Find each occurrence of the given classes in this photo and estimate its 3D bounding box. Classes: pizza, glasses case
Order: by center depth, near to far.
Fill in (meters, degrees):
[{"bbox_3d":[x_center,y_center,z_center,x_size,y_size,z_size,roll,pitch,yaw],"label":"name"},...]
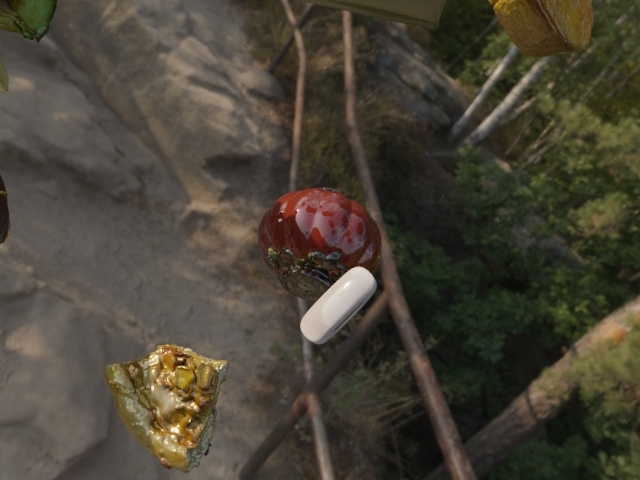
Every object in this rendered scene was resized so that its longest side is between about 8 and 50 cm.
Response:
[{"bbox_3d":[0.017,0.059,0.550,0.032,0.083,0.021,43,-2,37],"label":"glasses case"},{"bbox_3d":[-0.188,0.203,0.784,0.182,0.161,0.062,57,2,22],"label":"pizza"}]

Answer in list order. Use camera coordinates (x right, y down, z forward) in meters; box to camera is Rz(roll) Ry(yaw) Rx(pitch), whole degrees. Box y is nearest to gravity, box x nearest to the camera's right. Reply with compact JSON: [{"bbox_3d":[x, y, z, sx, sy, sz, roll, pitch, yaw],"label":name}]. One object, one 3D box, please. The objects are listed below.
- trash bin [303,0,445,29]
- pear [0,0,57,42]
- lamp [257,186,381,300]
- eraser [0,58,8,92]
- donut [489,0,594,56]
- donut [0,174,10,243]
[{"bbox_3d":[0.054,-0.390,0.733,0.248,0.243,0.121,17,54,4],"label":"trash bin"},{"bbox_3d":[-0.533,-0.420,0.848,0.256,0.163,0.238,10,-13,8],"label":"pear"},{"bbox_3d":[0.000,0.000,1.087,0.227,0.226,0.227,31,20,-13],"label":"lamp"},{"bbox_3d":[-0.651,-0.296,1.041,0.172,0.117,0.058,-12,65,-10],"label":"eraser"},{"bbox_3d":[0.394,-0.478,1.099,0.303,0.110,0.302,12,73,-44],"label":"donut"},{"bbox_3d":[-0.495,-0.049,0.731,0.096,0.216,0.230,-4,36,12],"label":"donut"}]
